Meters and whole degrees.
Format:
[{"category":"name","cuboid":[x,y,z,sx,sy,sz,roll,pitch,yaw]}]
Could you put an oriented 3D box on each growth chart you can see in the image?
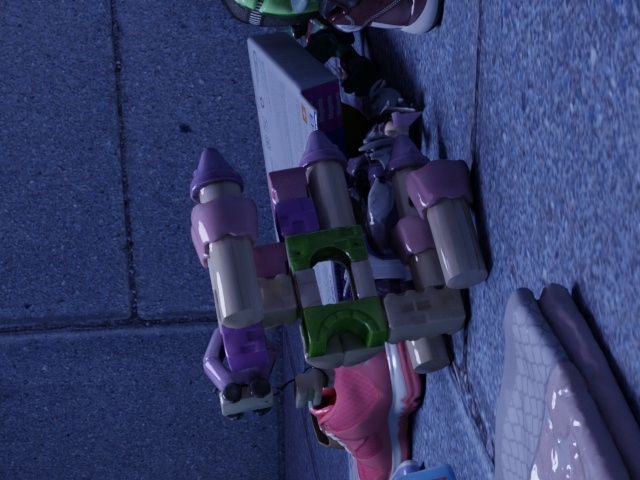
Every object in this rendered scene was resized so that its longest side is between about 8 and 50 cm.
[{"category":"growth chart","cuboid":[0.067,0.019,1.746,0.172,0.021,0.237,133,120,-79]}]

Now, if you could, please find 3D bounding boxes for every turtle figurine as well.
[{"category":"turtle figurine","cuboid":[0.000,-0.281,1.883,0.234,0.175,0.118,-130,54,-66]}]

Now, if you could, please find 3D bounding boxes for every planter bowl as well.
[{"category":"planter bowl","cuboid":[0.025,-0.133,1.904,0.217,0.090,0.217,171,90,-80]}]

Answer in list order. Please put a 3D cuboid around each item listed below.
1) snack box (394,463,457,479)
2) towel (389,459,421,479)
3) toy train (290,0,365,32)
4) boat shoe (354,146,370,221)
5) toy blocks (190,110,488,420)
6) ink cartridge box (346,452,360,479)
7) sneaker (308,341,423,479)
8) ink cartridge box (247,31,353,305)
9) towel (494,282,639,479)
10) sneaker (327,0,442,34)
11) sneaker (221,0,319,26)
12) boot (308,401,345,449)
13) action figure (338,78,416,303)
[{"category":"snack box","cuboid":[0.136,0.383,1.134,0.187,0.060,0.322,65,-167,-50]},{"category":"towel","cuboid":[0.121,0.439,1.647,0.209,0.034,0.285,104,160,-62]},{"category":"toy train","cuboid":[0.033,-0.412,1.602,0.190,0.142,0.334,111,160,-45]},{"category":"boat shoe","cuboid":[0.068,-0.064,1.809,0.049,0.040,0.142,-125,33,-78]},{"category":"toy blocks","cuboid":[0.000,0.000,1.380,0.309,0.289,0.260,94,164,-62]},{"category":"ink cartridge box","cuboid":[0.073,0.343,1.930,0.122,0.052,0.088,101,165,-60]},{"category":"sneaker","cuboid":[0.050,0.223,1.699,0.313,0.136,0.116,94,171,-48]},{"category":"ink cartridge box","cuboid":[-0.007,-0.078,1.696,0.330,0.071,0.324,-128,27,-60]},{"category":"towel","cuboid":[0.181,0.247,0.937,0.317,0.053,0.331,-103,11,-55]},{"category":"sneaker","cuboid":[0.045,-0.346,1.331,0.106,0.163,0.281,-107,15,-65]},{"category":"sneaker","cuboid":[-0.057,-0.381,1.866,0.202,0.185,0.483,-57,8,23]},{"category":"boot","cuboid":[0.034,0.175,1.921,0.112,0.115,0.305,90,175,-49]},{"category":"action figure","cuboid":[0.072,-0.056,1.536,0.185,0.099,0.285,46,-136,-77]}]
